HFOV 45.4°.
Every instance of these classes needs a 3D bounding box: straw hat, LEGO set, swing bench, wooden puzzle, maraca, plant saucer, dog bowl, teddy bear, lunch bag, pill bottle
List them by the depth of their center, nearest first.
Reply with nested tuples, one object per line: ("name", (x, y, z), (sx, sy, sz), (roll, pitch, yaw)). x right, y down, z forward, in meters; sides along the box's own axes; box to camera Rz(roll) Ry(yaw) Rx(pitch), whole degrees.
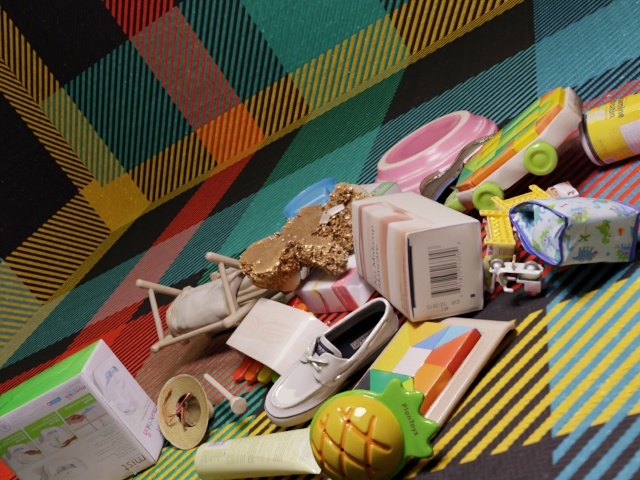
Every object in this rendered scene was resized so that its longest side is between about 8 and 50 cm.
("maraca", (0.065, 0.250, 0.987), (0.185, 0.127, 0.099), (-30, -7, 27))
("lunch bag", (0.365, -0.022, 1.116), (0.128, 0.096, 0.151), (-2, 21, -15))
("wooden puzzle", (0.143, 0.186, 1.129), (0.238, 0.044, 0.221), (-43, 20, -25))
("LEGO set", (0.326, 0.000, 1.255), (0.132, 0.107, 0.287), (16, 38, 22))
("pill bottle", (0.547, -0.201, 1.308), (0.184, 0.103, 0.103), (-19, 24, 39))
("straw hat", (-0.235, 0.315, 1.422), (0.144, 0.145, 0.061), (-21, -20, 36))
("teddy bear", (0.000, 0.000, 1.547), (0.245, 0.113, 0.338), (15, 49, 42))
("swing bench", (-0.216, 0.124, 1.677), (0.253, 0.165, 0.254), (-22, -11, 37))
("plant saucer", (0.262, -0.209, 1.826), (0.332, 0.084, 0.332), (-31, 15, 9))
("dog bowl", (-0.013, -0.066, 1.984), (0.165, 0.074, 0.297), (-31, 19, 13))

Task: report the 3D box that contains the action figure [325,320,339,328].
("action figure", (0.031, 0.168, 1.398), (0.038, 0.030, 0.115), (-43, 17, -8))

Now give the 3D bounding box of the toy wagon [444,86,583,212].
("toy wagon", (0.342, -0.144, 1.438), (0.344, 0.068, 0.267), (-41, 8, 33))

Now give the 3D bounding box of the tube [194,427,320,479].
("tube", (-0.085, 0.328, 1.160), (0.240, 0.062, 0.070), (-17, 68, 31))

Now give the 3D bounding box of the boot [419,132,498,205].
("boot", (0.309, -0.132, 1.609), (0.219, 0.082, 0.106), (-38, 26, 22))

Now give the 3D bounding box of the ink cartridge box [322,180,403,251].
("ink cartridge box", (0.084, -0.053, 1.755), (0.154, 0.093, 0.212), (-43, 21, -24))

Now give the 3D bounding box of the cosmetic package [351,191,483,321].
("cosmetic package", (0.156, 0.017, 1.308), (0.129, 0.153, 0.296), (-9, 13, -12))

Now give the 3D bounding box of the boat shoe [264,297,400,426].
("boat shoe", (0.016, 0.191, 1.231), (0.267, 0.088, 0.096), (-33, 49, -9))

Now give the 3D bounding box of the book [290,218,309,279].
("book", (-0.057, 0.020, 1.776), (0.096, 0.035, 0.144), (-8, 72, 60))

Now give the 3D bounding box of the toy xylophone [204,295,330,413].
("toy xylophone", (-0.097, 0.208, 1.419), (0.236, 0.081, 0.322), (-50, 22, -6))

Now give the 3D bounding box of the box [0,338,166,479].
("box", (-0.462, 0.357, 1.447), (0.261, 0.231, 0.127), (-30, 19, 15))

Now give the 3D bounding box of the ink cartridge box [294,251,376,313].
("ink cartridge box", (0.028, 0.085, 1.542), (0.198, 0.067, 0.115), (-12, 29, 50))
